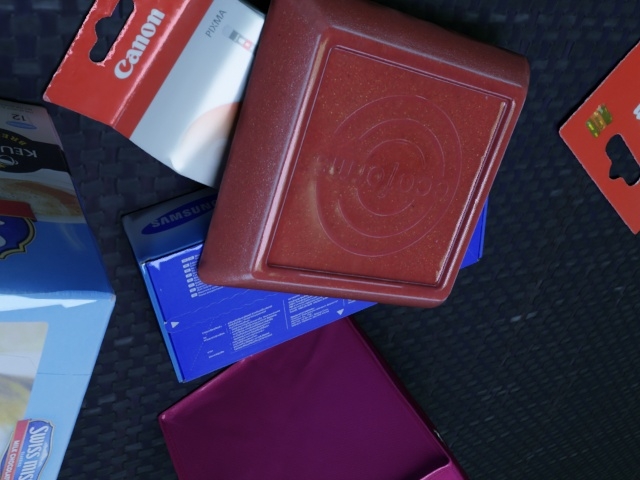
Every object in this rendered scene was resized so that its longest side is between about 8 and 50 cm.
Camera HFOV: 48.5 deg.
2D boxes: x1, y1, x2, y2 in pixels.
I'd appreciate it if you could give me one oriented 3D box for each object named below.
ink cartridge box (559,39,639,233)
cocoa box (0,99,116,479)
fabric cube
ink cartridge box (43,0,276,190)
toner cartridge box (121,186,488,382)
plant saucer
[{"bbox_3d":[0.500,-0.183,0.845,0.385,0.091,0.308,-47,135,10],"label":"ink cartridge box"},{"bbox_3d":[-0.309,0.096,0.476,0.231,0.228,0.347,5,123,-35],"label":"cocoa box"},{"bbox_3d":[0.017,0.272,0.814,0.259,0.254,0.258,-34,135,-1],"label":"fabric cube"},{"bbox_3d":[-0.097,-0.126,0.555,0.179,0.045,0.145,20,113,-44],"label":"ink cartridge box"},{"bbox_3d":[0.000,0.000,0.699,0.347,0.075,0.165,-20,133,-16],"label":"toner cartridge box"},{"bbox_3d":[0.051,-0.057,0.604,0.258,0.048,0.259,9,110,-29],"label":"plant saucer"}]
